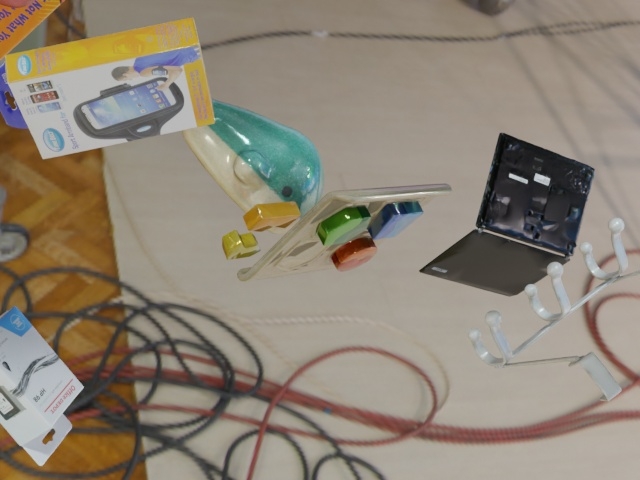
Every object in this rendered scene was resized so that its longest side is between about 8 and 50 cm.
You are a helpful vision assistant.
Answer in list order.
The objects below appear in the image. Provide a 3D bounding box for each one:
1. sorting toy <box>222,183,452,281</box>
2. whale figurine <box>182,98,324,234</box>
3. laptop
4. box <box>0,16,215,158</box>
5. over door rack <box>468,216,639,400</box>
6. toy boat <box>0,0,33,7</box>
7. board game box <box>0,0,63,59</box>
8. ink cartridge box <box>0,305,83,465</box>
[{"bbox_3d":[0.000,0.000,1.220,0.307,0.229,0.041,-7,67,-45],"label":"sorting toy"},{"bbox_3d":[-0.103,-0.136,1.397,0.272,0.141,0.216,48,-1,-17],"label":"whale figurine"},{"bbox_3d":[0.337,-0.037,1.760,0.234,0.264,0.136,15,-1,-31],"label":"laptop"},{"bbox_3d":[-0.141,-0.095,0.636,0.136,0.081,0.028,-15,59,-6],"label":"box"},{"bbox_3d":[0.343,0.074,1.249,0.239,0.324,0.108,-35,99,-13],"label":"over door rack"},{"bbox_3d":[-0.364,-0.269,0.890,0.231,0.151,0.151,0,62,-46],"label":"toy boat"},{"bbox_3d":[-0.554,-0.508,1.418,0.356,0.356,0.356,30,47,-37],"label":"board game box"},{"bbox_3d":[-0.376,0.186,1.257,0.180,0.060,0.104,53,22,-11],"label":"ink cartridge box"}]
